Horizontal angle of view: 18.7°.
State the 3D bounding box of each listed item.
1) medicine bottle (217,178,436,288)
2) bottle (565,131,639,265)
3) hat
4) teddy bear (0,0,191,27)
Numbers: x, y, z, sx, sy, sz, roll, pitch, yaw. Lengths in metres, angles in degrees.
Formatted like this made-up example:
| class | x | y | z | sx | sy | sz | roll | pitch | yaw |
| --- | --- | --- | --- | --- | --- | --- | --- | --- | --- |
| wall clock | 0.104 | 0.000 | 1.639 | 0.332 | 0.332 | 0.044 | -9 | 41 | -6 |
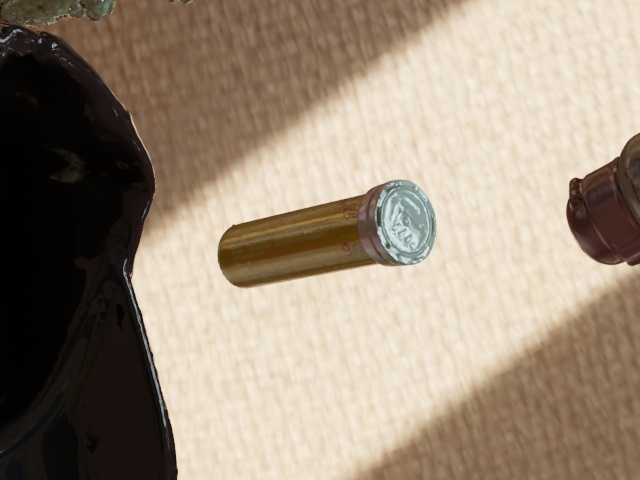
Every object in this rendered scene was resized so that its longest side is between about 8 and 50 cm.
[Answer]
| class | x | y | z | sx | sy | sz | roll | pitch | yaw |
| --- | --- | --- | --- | --- | --- | --- | --- | --- | --- |
| medicine bottle | 0.000 | 0.000 | 1.705 | 0.218 | 0.074 | 0.074 | -12 | 122 | 47 |
| bottle | 0.322 | -0.057 | 1.688 | 0.233 | 0.110 | 0.110 | -31 | 113 | 26 |
| hat | -0.222 | 0.041 | 1.084 | 0.238 | 0.209 | 0.336 | -19 | 110 | -34 |
| teddy bear | -0.190 | -0.233 | 1.568 | 0.213 | 0.133 | 0.111 | -18 | 130 | 17 |
